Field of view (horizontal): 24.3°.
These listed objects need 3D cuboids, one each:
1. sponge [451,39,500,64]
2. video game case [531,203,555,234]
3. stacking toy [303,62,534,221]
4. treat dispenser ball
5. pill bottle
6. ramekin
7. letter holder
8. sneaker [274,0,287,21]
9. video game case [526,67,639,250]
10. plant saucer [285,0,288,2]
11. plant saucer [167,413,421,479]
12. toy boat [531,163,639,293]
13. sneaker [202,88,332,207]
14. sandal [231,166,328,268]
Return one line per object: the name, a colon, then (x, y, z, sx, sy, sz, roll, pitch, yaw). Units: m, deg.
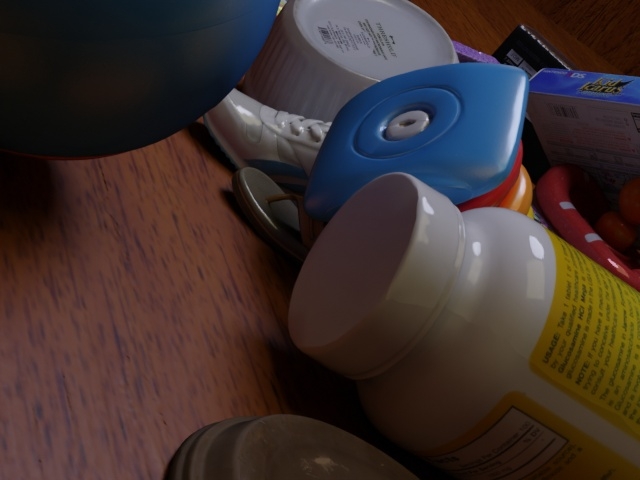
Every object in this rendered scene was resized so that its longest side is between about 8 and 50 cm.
sponge: (0.145, -0.192, 1.839, 0.031, 0.117, 0.210, 51, 21, 22)
video game case: (0.181, -0.044, 1.688, 0.210, 0.042, 0.232, 26, 23, -38)
stacking toy: (0.121, 0.020, 1.232, 0.166, 0.175, 0.302, -71, 144, -46)
treat dispenser ball: (-0.164, -0.194, 0.962, 0.288, 0.288, 0.288, 36, 19, -14)
pill bottle: (0.149, 0.094, 1.073, 0.334, 0.188, 0.188, 33, 20, -24)
ramekin: (0.036, -0.158, 1.436, 0.207, 0.109, 0.207, 13, 41, -12)
letter holder: (0.368, -0.153, 2.147, 0.302, 0.152, 0.214, 44, 17, 11)
sneaker: (-0.029, -0.207, 1.613, 0.208, 0.081, 0.094, 26, 30, -21)
video game case: (0.399, -0.092, 1.851, 0.269, 0.061, 0.244, 16, -40, 51)
plant saucer: (-0.088, -0.289, 1.731, 0.195, 0.037, 0.195, 36, 18, -14)
plant saucer: (0.034, 0.197, 0.847, 0.278, 0.041, 0.278, 37, 18, -14)
toy boat: (0.358, -0.016, 1.803, 0.151, 0.151, 0.231, 22, 26, -45)
sneaker: (-0.003, -0.073, 1.310, 0.228, 0.092, 0.087, 36, 20, -9)
sandal: (0.000, 0.000, 1.215, 0.180, 0.049, 0.072, 47, 19, 19)
